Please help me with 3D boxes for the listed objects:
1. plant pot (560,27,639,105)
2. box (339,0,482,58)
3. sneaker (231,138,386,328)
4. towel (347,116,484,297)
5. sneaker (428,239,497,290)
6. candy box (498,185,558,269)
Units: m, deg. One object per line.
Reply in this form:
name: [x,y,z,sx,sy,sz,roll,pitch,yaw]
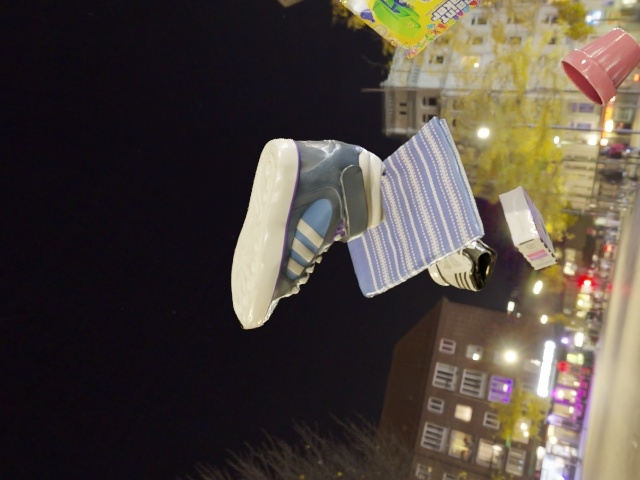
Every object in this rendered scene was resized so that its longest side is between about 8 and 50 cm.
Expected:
plant pot: [0.909,-0.564,1.803,0.180,0.201,0.201,-41,-19,17]
box: [0.210,-0.616,1.242,0.279,0.289,0.177,28,-127,-27]
sneaker: [0.000,-0.001,0.910,0.236,0.130,0.323,4,-68,-28]
towel: [0.152,-0.051,1.097,0.040,0.336,0.244,-1,-113,-35]
sneaker: [0.401,-0.046,1.688,0.169,0.257,0.448,-32,-70,-19]
candy box: [0.579,-0.030,1.567,0.196,0.070,0.165,34,-139,-47]
